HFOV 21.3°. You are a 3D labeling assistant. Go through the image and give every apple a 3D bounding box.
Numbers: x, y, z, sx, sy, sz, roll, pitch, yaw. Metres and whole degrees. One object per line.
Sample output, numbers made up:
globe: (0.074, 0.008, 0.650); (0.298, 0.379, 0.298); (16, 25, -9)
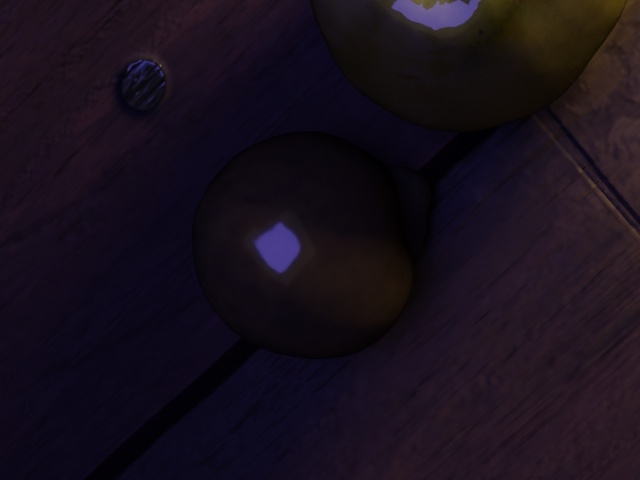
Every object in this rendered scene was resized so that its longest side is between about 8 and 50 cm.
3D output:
apple: (0.110, -0.212, 1.268); (0.262, 0.262, 0.262); (0, 89, 23)

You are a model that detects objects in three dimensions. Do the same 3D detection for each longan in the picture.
longan: (0.000, 0.000, 1.356); (0.204, 0.159, 0.185); (-29, 95, -18)
